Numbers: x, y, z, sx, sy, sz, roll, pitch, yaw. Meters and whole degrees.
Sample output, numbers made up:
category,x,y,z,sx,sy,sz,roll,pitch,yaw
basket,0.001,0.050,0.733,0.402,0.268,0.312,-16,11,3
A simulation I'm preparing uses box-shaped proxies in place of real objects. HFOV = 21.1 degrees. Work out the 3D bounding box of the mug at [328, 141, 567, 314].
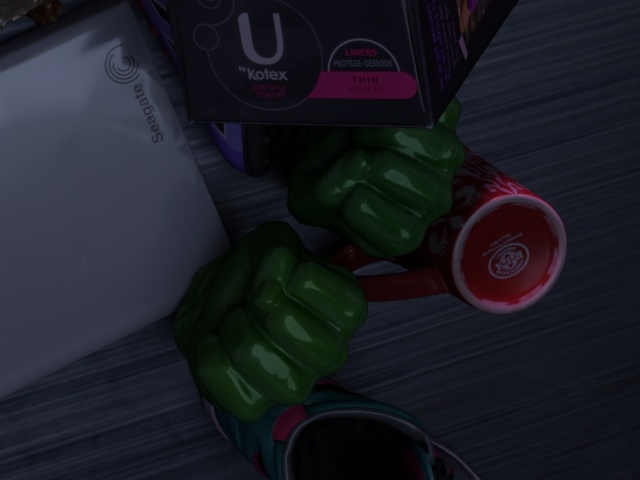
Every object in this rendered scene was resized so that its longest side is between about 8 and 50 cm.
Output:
category,x,y,z,sx,sy,sz,roll,pitch,yaw
mug,0.096,0.003,1.289,0.113,0.169,0.150,30,93,-27

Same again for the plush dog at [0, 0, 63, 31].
category,x,y,z,sx,sy,sz,roll,pitch,yaw
plush dog,-0.223,-0.191,1.055,0.262,0.225,0.210,-28,116,2

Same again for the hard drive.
category,x,y,z,sx,sy,sz,roll,pitch,yaw
hard drive,-0.255,0.002,1.221,0.353,0.047,0.233,-27,114,-12

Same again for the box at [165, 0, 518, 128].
category,x,y,z,sx,sy,sz,roll,pitch,yaw
box,0.027,-0.188,1.109,0.165,0.270,0.143,3,118,22

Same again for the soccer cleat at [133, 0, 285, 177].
category,x,y,z,sx,sy,sz,roll,pitch,yaw
soccer cleat,-0.094,-0.191,1.207,0.116,0.108,0.318,-5,119,10

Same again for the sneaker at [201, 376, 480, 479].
category,x,y,z,sx,sy,sz,roll,pitch,yaw
sneaker,0.054,0.192,1.325,0.295,0.178,0.123,34,92,-27

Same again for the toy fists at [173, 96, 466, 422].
category,x,y,z,sx,sy,sz,roll,pitch,yaw
toy fists,0.000,0.000,1.220,0.096,0.142,0.279,39,83,-30
